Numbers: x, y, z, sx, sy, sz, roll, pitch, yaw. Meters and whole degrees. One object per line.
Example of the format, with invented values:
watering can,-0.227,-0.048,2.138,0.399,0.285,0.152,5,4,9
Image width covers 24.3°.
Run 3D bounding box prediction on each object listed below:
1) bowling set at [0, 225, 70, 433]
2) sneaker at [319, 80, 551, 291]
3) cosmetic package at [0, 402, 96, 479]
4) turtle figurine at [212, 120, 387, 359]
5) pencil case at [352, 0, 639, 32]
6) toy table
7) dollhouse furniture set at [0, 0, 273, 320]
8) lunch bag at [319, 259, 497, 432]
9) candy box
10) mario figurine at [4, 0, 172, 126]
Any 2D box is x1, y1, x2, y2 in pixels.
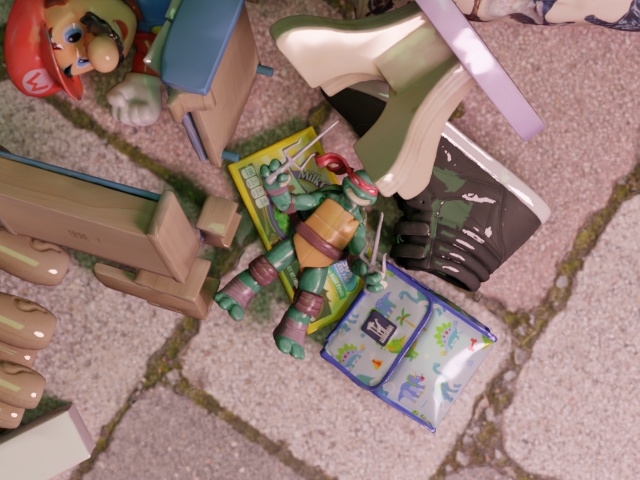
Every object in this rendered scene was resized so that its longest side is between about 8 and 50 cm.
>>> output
bowling set,-0.367,0.119,1.513,0.154,0.287,0.200,20,116,-14
sneaker,0.095,-0.056,1.597,0.295,0.104,0.147,36,82,-9
cosmetic package,-0.357,0.251,1.555,0.239,0.099,0.060,-27,93,-6
turtle figurine,0.000,0.000,1.556,0.175,0.118,0.234,38,103,10
pencil case,0.216,-0.299,1.572,0.410,0.183,0.160,3,89,-5
toy table,0.085,-0.159,1.440,0.161,0.252,0.274,-36,118,9
dollhouse furniture set,-0.179,-0.123,1.518,0.198,0.286,0.303,17,72,12
lunch bag,0.094,0.111,1.602,0.151,0.096,0.129,34,93,-3
candy box,-0.013,-0.012,1.626,0.105,0.027,0.206,-26,93,-8
mario figurine,-0.175,-0.237,1.539,0.320,0.170,0.198,-30,95,-7
